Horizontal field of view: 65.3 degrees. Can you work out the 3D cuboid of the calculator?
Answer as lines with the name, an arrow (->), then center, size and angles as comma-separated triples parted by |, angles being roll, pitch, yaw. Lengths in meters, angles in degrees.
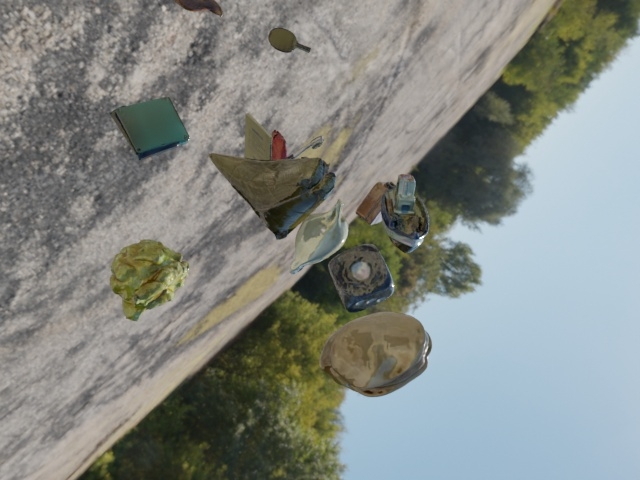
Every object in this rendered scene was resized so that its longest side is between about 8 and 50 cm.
calculator -> -0.742, -0.497, 2.194 | 0.274, 0.248, 0.058 | -29, 179, -31

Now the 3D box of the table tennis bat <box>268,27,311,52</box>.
table tennis bat -> -0.111, -0.710, 1.792 | 0.014, 0.158, 0.095 | 141, -37, -66

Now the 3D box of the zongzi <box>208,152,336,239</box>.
zongzi -> -0.130, -0.169, 1.217 | 0.145, 0.300, 0.274 | -52, -172, -34

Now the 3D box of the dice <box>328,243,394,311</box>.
dice -> 0.138, 0.130, 1.711 | 0.183, 0.181, 0.183 | -21, 157, -2

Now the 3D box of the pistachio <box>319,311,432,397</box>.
pistachio -> 0.209, 0.435, 1.941 | 0.446, 0.281, 0.365 | -15, -144, 12

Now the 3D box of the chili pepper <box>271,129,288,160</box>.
chili pepper -> -0.155, -0.222, 1.862 | 0.110, 0.386, 0.110 | -4, -178, 0

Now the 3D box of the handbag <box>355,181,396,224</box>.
handbag -> 0.197, -0.127, 1.656 | 0.151, 0.072, 0.193 | -55, 167, 13

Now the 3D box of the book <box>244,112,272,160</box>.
book -> -0.185, -0.250, 1.462 | 0.013, 0.168, 0.192 | -15, 132, -27

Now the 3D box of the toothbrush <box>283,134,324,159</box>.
toothbrush -> -0.086, -0.232, 1.422 | 0.288, 0.024, 0.026 | -19, -124, 46

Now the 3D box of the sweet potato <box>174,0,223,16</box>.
sweet potato -> -0.411, -0.764, 1.597 | 0.058, 0.203, 0.055 | 129, -31, -54

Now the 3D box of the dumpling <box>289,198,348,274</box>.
dumpling -> 0.000, 0.000, 1.447 | 0.252, 0.132, 0.179 | -59, 173, -3

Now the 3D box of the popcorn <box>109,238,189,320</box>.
popcorn -> -0.675, 0.132, 1.950 | 0.274, 0.279, 0.335 | -51, 165, 21

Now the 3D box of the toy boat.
toy boat -> 0.210, -0.077, 1.237 | 0.261, 0.114, 0.115 | -92, -174, -46
